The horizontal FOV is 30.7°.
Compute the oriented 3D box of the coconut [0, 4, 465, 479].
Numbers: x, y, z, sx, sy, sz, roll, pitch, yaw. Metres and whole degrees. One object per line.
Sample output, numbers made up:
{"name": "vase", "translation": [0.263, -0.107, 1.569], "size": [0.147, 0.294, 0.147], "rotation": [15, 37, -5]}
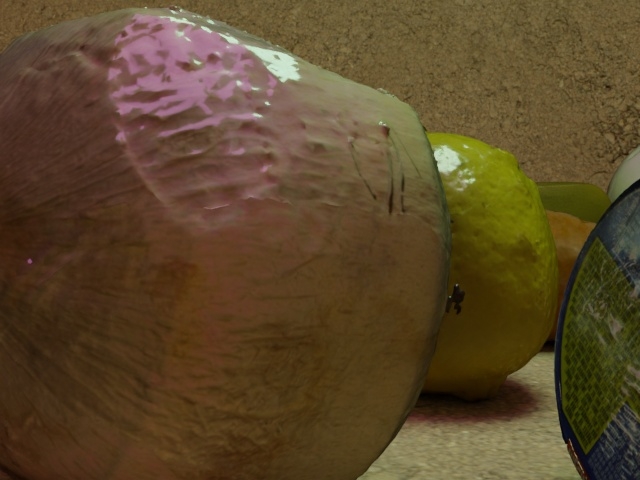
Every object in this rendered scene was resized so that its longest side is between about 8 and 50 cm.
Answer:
{"name": "coconut", "translation": [-0.134, 0.020, 0.857], "size": [0.405, 0.404, 0.404], "rotation": [2, 7, 0]}

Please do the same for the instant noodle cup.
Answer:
{"name": "instant noodle cup", "translation": [0.392, 0.097, 0.917], "size": [0.312, 0.284, 0.284], "rotation": [8, 5, -20]}

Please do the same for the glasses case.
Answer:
{"name": "glasses case", "translation": [0.310, -0.005, 1.907], "size": [0.371, 0.173, 0.141], "rotation": [-4, 8, -20]}

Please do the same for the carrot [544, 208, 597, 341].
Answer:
{"name": "carrot", "translation": [0.337, 0.044, 1.520], "size": [0.254, 0.195, 0.196], "rotation": [5, 7, -6]}

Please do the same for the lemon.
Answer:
{"name": "lemon", "translation": [0.127, 0.026, 1.241], "size": [0.260, 0.284, 0.260], "rotation": [-37, -2, -1]}

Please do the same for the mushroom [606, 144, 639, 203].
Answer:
{"name": "mushroom", "translation": [0.674, -0.074, 2.051], "size": [0.315, 0.315, 0.356], "rotation": [8, 22, 38]}
